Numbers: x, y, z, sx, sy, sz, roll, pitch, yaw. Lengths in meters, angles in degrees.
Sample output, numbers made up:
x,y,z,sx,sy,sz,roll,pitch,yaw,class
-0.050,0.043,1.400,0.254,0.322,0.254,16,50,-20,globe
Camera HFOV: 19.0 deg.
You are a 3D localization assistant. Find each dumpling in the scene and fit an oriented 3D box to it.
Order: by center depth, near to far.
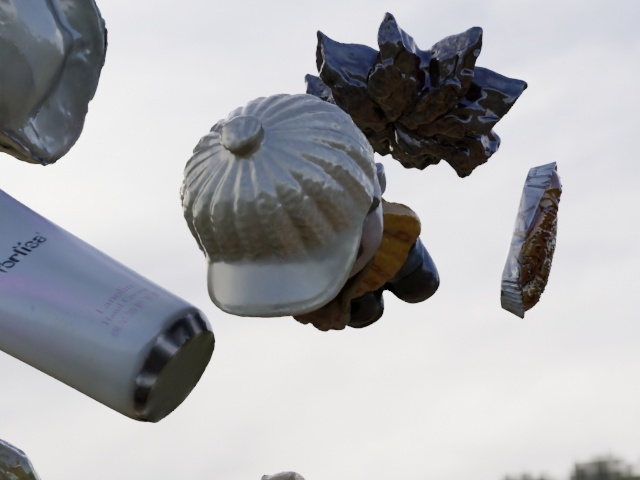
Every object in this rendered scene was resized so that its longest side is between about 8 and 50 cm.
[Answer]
x,y,z,sx,sy,sz,roll,pitch,yaw,class
-0.383,-0.245,2.023,0.341,0.260,0.181,25,-11,-5,dumpling

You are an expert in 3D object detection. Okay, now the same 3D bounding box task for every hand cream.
x,y,z,sx,sy,sz,roll,pitch,yaw,class
-0.267,0.050,1.839,0.359,0.185,0.118,26,-36,26,hand cream

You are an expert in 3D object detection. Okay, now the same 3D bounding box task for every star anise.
x,y,z,sx,sy,sz,roll,pitch,yaw,class
0.098,-0.141,2.055,0.236,0.109,0.223,11,-32,-4,star anise

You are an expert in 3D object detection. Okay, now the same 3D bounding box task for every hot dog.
x,y,z,sx,sy,sz,roll,pitch,yaw,class
0.254,-0.003,2.269,0.053,0.192,0.099,13,-14,12,hot dog

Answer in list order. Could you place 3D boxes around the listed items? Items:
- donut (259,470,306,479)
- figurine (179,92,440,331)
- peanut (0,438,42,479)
x,y,z,sx,sy,sz,roll,pitch,yaw,class
-0.029,0.307,2.207,0.043,0.097,0.108,-27,-15,13,donut
-0.009,-0.024,1.781,0.185,0.204,0.332,-27,-10,13,figurine
-0.320,0.277,2.008,0.098,0.214,0.090,-47,8,6,peanut
